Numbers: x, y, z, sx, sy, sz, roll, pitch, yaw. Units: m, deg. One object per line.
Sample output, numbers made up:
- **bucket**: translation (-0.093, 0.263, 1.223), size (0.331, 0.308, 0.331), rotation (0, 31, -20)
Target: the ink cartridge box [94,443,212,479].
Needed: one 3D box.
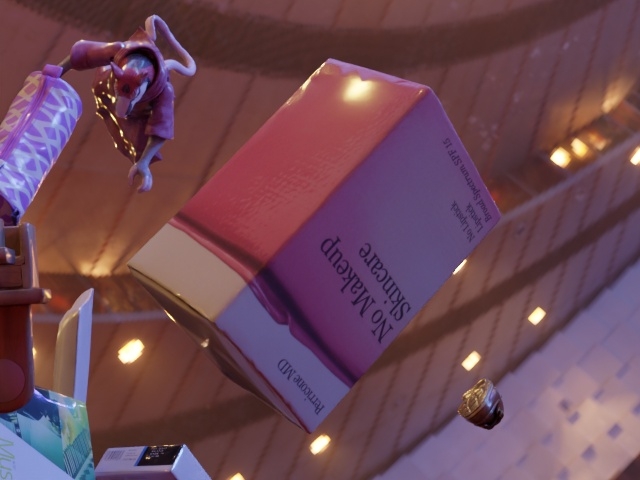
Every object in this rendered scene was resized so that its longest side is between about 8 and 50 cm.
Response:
- **ink cartridge box**: translation (-0.217, 0.466, 1.817), size (0.333, 0.165, 0.065), rotation (62, -145, -30)

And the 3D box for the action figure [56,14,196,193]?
- **action figure**: translation (-0.282, -0.241, 1.797), size (0.276, 0.248, 0.370), rotation (-44, 5, -11)

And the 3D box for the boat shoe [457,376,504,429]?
- **boat shoe**: translation (0.245, 0.246, 1.630), size (0.064, 0.060, 0.178), rotation (-42, -6, 7)

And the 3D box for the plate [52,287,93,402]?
- **plate**: translation (-0.450, 0.237, 2.001), size (0.278, 0.045, 0.277), rotation (-144, 59, -81)

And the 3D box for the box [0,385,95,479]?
- **box**: translation (-0.465, 0.307, 1.623), size (0.058, 0.232, 0.322), rotation (-32, -38, 21)

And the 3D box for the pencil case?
- **pencil case**: translation (-0.359, -0.110, 1.320), size (0.088, 0.086, 0.206), rotation (87, -163, -51)

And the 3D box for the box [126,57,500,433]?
- **box**: translation (0.000, 0.000, 0.835), size (0.232, 0.127, 0.148), rotation (-48, -50, -14)

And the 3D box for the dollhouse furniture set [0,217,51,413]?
- **dollhouse furniture set**: translation (-0.341, 0.071, 0.695), size (0.303, 0.174, 0.355), rotation (-4, -3, -8)
